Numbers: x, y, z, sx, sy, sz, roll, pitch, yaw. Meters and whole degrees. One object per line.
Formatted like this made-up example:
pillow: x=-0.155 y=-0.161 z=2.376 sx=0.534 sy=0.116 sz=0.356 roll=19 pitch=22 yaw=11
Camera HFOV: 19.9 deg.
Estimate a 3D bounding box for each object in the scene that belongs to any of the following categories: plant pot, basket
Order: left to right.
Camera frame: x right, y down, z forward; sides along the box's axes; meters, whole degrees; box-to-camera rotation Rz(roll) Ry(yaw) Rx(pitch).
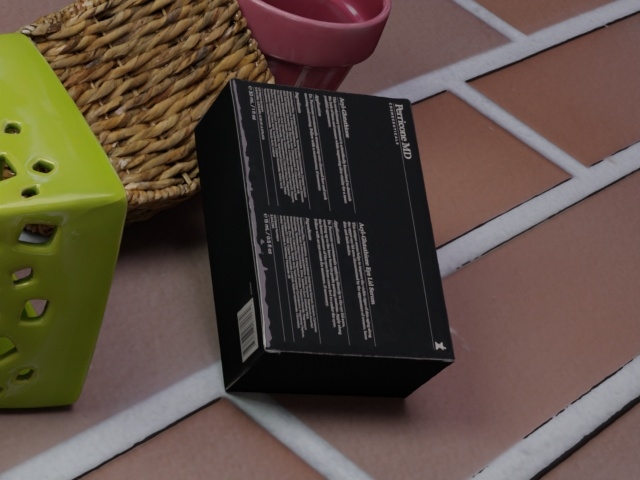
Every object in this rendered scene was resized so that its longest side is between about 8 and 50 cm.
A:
plant pot: x=-0.303 y=-0.008 z=1.425 sx=0.207 sy=0.227 sz=0.228 roll=-7 pitch=43 yaw=-30
basket: x=-0.214 y=-0.116 z=1.731 sx=0.299 sy=0.223 sz=0.213 roll=-38 pitch=103 yaw=-50
plant pot: x=-0.049 y=-0.202 z=1.894 sx=0.201 sy=0.180 sz=0.201 roll=16 pitch=32 yaw=-11

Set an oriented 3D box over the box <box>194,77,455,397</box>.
box: x=0.000 y=0.000 z=1.614 sx=0.184 sy=0.103 sz=0.261 roll=4 pitch=63 yaw=-24
